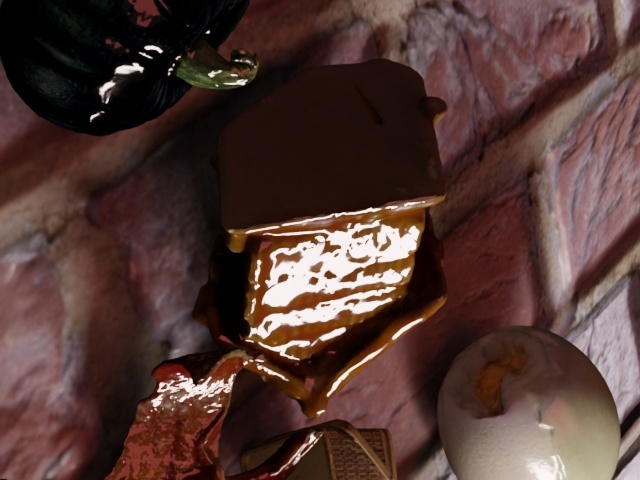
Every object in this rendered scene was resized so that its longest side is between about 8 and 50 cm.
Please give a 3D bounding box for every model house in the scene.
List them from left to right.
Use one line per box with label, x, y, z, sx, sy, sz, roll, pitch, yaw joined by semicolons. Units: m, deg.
model house;0.000;-0.001;1.103;0.220;0.199;0.229;0;130;-13

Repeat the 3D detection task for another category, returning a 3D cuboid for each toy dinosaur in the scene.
toy dinosaur;-0.096;0.223;1.031;0.207;0.113;0.327;16;109;-36

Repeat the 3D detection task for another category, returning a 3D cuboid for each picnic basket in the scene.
picnic basket;0.005;0.240;1.140;0.079;0.115;0.164;9;67;-44

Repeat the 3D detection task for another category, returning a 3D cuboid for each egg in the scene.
egg;0.218;0.199;1.376;0.183;0.183;0.217;-53;125;-29

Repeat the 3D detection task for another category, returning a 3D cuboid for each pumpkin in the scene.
pumpkin;-0.128;-0.155;0.896;0.194;0.194;0.150;6;53;-51

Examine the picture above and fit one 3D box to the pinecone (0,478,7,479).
pinecone;-0.249;0.193;0.843;0.140;0.140;0.120;-44;128;-37
